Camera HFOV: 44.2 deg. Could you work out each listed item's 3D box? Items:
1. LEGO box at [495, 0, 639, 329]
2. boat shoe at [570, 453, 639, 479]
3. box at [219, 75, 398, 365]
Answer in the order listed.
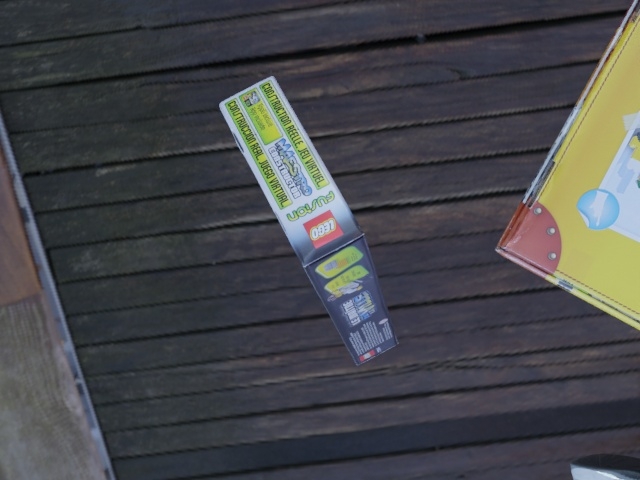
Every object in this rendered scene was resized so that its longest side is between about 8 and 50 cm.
[{"bbox_3d":[0.496,-0.043,0.804,0.500,0.193,0.373,30,109,12],"label":"LEGO box"},{"bbox_3d":[0.536,0.415,1.249,0.118,0.320,0.103,-7,90,-33],"label":"boat shoe"},{"bbox_3d":[0.000,0.000,0.504,0.036,0.114,0.207,-28,156,-2],"label":"box"}]
